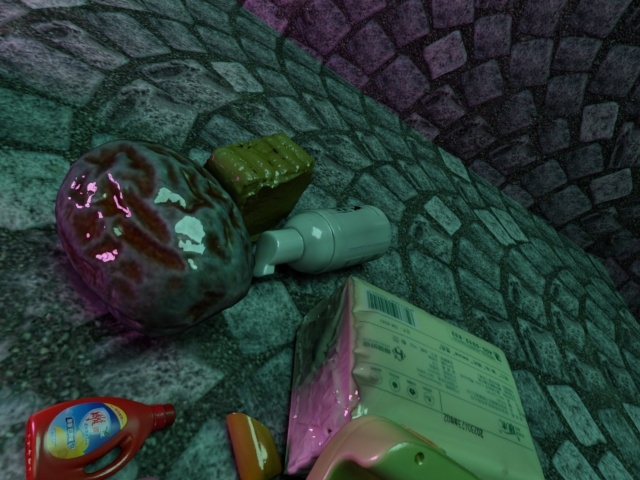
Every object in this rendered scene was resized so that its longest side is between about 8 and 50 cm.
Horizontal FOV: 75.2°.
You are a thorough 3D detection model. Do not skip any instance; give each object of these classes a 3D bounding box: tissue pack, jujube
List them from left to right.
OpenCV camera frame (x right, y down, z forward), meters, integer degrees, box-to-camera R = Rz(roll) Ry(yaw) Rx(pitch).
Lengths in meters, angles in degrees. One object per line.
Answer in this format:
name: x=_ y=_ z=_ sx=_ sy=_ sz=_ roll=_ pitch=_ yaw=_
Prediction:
jujube: x=-0.239 y=-0.005 z=0.629 sx=0.308 sy=0.215 sz=0.246 roll=39 pitch=51 yaw=7
tissue pack: x=0.150 y=0.274 z=0.709 sx=0.380 sy=0.207 sz=0.297 roll=29 pitch=36 yaw=-16

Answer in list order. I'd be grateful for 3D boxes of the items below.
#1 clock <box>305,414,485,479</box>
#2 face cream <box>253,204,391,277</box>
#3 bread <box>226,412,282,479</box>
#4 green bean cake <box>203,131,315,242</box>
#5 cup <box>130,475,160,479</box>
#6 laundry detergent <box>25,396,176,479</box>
clock: x=0.074 y=0.404 z=0.451 sx=0.286 sy=0.117 sz=0.348 roll=38 pitch=73 yaw=-15
face cream: x=0.000 y=0.000 z=0.917 sx=0.370 sy=0.145 sz=0.145 roll=-9 pitch=58 yaw=-49
bread: x=-0.093 y=0.296 z=0.599 sx=0.062 sy=0.049 sz=0.103 roll=4 pitch=51 yaw=-40
green bean cake: x=-0.141 y=-0.095 z=0.827 sx=0.131 sy=0.229 sz=0.224 roll=46 pitch=39 yaw=10
cup: x=-0.268 y=0.306 z=0.326 sx=0.289 sy=0.203 sz=0.203 roll=6 pitch=47 yaw=-47
laundry detergent: x=-0.259 y=0.238 z=0.509 sx=0.165 sy=0.049 sz=0.097 roll=4 pitch=56 yaw=-42
